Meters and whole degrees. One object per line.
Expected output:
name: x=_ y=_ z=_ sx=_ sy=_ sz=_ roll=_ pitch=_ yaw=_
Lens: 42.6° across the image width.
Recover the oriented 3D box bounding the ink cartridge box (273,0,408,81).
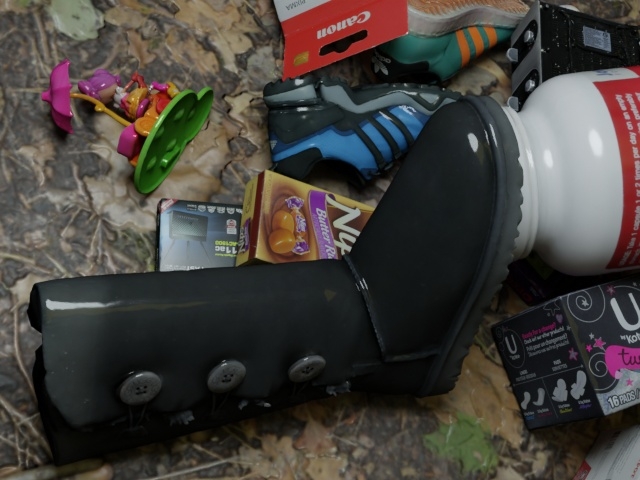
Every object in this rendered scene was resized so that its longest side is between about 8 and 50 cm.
ink cartridge box: x=0.018 y=-0.324 z=1.026 sx=0.056 sy=0.181 sz=0.224 roll=42 pitch=41 yaw=-45

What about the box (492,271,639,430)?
box: x=0.364 y=0.118 z=0.988 sx=0.247 sy=0.163 sz=0.142 roll=-14 pitch=77 yaw=-22

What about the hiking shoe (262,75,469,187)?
hiking shoe: x=0.067 y=-0.133 z=1.038 sx=0.304 sy=0.113 sz=0.132 roll=-1 pitch=99 yaw=-23

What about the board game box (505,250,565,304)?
board game box: x=0.321 y=-0.097 z=1.123 sx=0.347 sy=0.056 sz=0.208 roll=-40 pitch=90 yaw=-26

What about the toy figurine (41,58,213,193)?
toy figurine: x=-0.230 y=-0.158 z=0.941 sx=0.159 sy=0.130 sz=0.173 roll=28 pitch=42 yaw=4

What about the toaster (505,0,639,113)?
toaster: x=0.341 y=-0.209 z=1.086 sx=0.186 sy=0.110 sz=0.168 roll=9 pitch=68 yaw=-14

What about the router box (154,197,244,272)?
router box: x=-0.127 y=0.004 z=0.941 sx=0.122 sy=0.038 sz=0.092 roll=4 pitch=70 yaw=-17

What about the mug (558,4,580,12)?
mug: x=0.357 y=-0.310 z=1.203 sx=0.078 sy=0.064 sz=0.062 roll=9 pitch=67 yaw=-15

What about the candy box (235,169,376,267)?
candy box: x=0.000 y=0.000 z=0.953 sx=0.187 sy=0.053 sz=0.109 roll=18 pitch=64 yaw=-29

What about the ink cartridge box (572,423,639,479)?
ink cartridge box: x=0.362 y=0.266 z=0.947 sx=0.056 sy=0.135 sz=0.099 roll=42 pitch=64 yaw=0

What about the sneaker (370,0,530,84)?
sneaker: x=0.177 y=-0.284 z=1.124 sx=0.302 sy=0.121 sz=0.108 roll=-17 pitch=56 yaw=-42

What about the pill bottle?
pill bottle: x=0.364 y=-0.082 z=0.924 sx=0.408 sy=0.229 sz=0.229 roll=-7 pitch=72 yaw=-4

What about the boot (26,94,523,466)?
boot: x=-0.052 y=0.037 z=0.799 sx=0.445 sy=0.367 sz=0.146 roll=-3 pitch=32 yaw=-18
